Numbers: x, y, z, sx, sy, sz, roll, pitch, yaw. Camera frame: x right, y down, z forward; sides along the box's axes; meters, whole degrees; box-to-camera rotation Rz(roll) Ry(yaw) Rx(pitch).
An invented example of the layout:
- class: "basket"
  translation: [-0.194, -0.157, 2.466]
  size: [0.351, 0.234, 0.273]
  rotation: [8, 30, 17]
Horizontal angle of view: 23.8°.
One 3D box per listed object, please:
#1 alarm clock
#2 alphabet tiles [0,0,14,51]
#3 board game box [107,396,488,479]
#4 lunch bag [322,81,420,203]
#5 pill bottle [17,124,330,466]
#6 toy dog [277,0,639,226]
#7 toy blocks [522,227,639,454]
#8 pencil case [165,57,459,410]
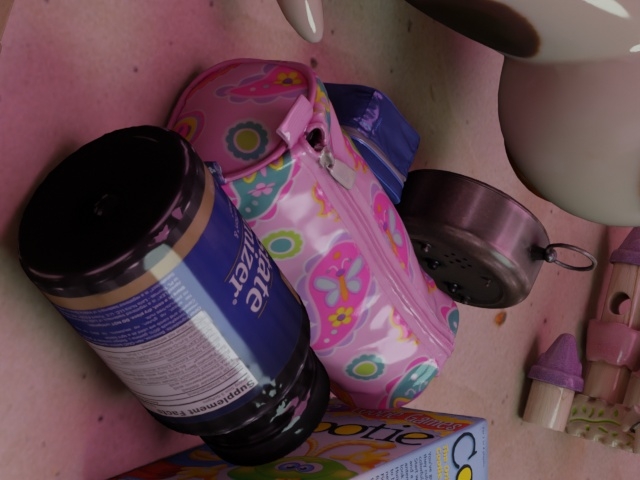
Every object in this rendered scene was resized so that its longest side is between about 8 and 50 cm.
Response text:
- class: "alarm clock"
  translation: [0.123, 0.005, 1.162]
  size: [0.129, 0.192, 0.064]
  rotation: [49, 57, -45]
- class: "alphabet tiles"
  translation: [-0.250, -0.193, 0.711]
  size: [0.285, 0.011, 0.343]
  rotation: [19, 87, -46]
- class: "board game box"
  translation: [-0.013, 0.211, 1.043]
  size: [0.275, 0.142, 0.144]
  rotation: [-12, 103, -53]
- class: "lunch bag"
  translation: [0.026, -0.065, 1.124]
  size: [0.098, 0.067, 0.065]
  rotation: [43, 62, -48]
- class: "pill bottle"
  translation: [-0.081, 0.043, 0.940]
  size: [0.219, 0.122, 0.123]
  rotation: [56, 51, -41]
- class: "toy dog"
  translation: [0.189, -0.195, 1.095]
  size: [0.395, 0.284, 0.408]
  rotation: [-49, 118, -28]
- class: "toy blocks"
  translation: [0.377, 0.091, 1.451]
  size: [0.309, 0.288, 0.260]
  rotation: [22, 83, -51]
- class: "pencil case"
  translation: [0.000, 0.000, 1.052]
  size: [0.124, 0.124, 0.284]
  rotation: [-62, 139, -28]
